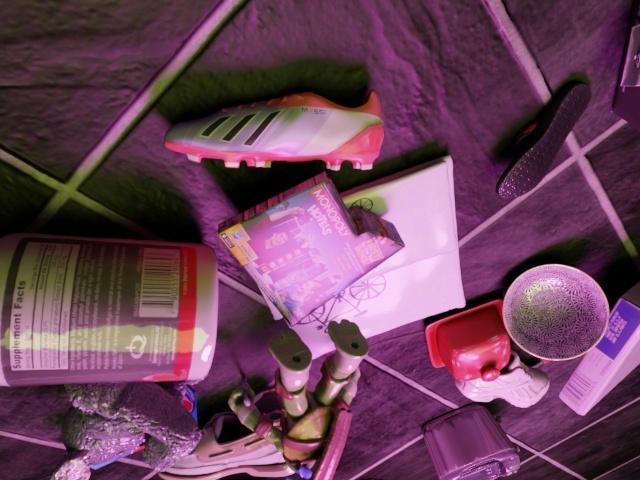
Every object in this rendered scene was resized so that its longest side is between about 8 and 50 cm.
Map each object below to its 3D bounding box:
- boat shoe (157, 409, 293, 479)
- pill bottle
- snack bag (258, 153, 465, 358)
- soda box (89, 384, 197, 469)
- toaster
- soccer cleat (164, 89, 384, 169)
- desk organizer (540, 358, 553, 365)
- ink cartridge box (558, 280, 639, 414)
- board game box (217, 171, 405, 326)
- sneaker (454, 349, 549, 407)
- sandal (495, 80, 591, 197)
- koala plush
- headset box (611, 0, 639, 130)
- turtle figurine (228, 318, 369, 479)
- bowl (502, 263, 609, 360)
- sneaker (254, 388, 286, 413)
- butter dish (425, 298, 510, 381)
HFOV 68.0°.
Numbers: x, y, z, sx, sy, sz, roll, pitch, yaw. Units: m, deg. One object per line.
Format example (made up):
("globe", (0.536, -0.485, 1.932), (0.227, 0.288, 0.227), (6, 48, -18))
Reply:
("boat shoe", (-0.178, 0.377, 0.894), (0.302, 0.113, 0.103), (-11, 102, 13))
("pill bottle", (-0.293, 0.081, 0.567), (0.319, 0.176, 0.176), (4, 128, -19))
("snack bag", (0.070, 0.058, 0.749), (0.323, 0.037, 0.342), (-20, 132, 0))
("soda box", (-0.325, 0.320, 0.831), (0.210, 0.067, 0.071), (-25, 131, 6))
("toaster", (0.342, 0.496, 1.125), (0.227, 0.146, 0.129), (-25, 131, 4))
("soccer cleat", (-0.048, -0.129, 0.541), (0.248, 0.083, 0.095), (0, 98, -10))
("desk organizer", (0.512, 0.203, 0.998), (0.130, 0.047, 0.050), (-34, 128, 12))
("ink cartridge box", (0.660, 0.171, 0.974), (0.330, 0.071, 0.324), (-25, 136, -28))
("board game box", (0.000, 0.000, 0.619), (0.194, 0.060, 0.194), (-26, 129, 6))
("sneaker", (0.408, 0.286, 1.010), (0.232, 0.090, 0.115), (7, 123, -23))
("sandal", (0.303, -0.137, 0.659), (0.067, 0.040, 0.179), (22, 105, -37))
("koala plush", (-0.312, 0.254, 0.712), (0.203, 0.196, 0.221), (34, 114, -23))
("headset box", (0.504, -0.259, 0.561), (0.293, 0.110, 0.218), (-19, 132, -1))
("turtle figurine", (-0.035, 0.217, 0.751), (0.198, 0.274, 0.266), (15, 127, 1))
("bowl", (0.416, 0.122, 0.858), (0.170, 0.170, 0.080), (-38, 173, 15))
("sneaker", (-0.062, 0.335, 0.923), (0.158, 0.065, 0.061), (22, 120, -31))
("butter dish", (0.294, 0.210, 0.889), (0.160, 0.118, 0.160), (-21, 131, 0))
